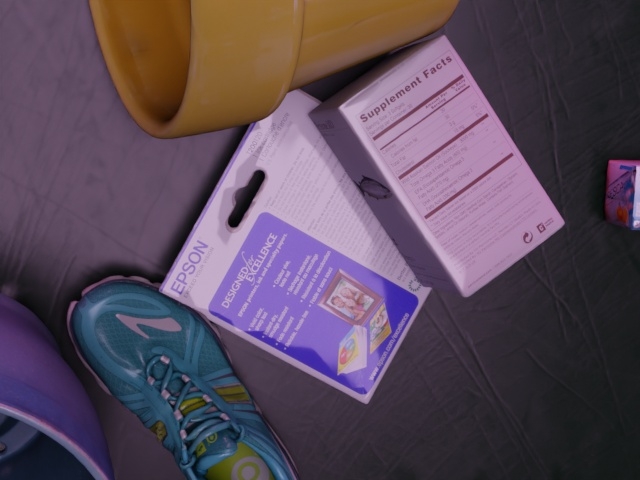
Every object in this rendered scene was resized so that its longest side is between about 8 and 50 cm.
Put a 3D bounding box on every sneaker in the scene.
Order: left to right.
[{"bbox_3d":[-0.099,0.141,1.025,0.107,0.110,0.275,-40,102,-4],"label":"sneaker"}]

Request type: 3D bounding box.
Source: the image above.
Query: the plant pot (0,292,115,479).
[{"bbox_3d":[-0.279,0.166,0.907,0.272,0.255,0.271,-4,114,-10],"label":"plant pot"}]

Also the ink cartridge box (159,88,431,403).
[{"bbox_3d":[0.000,0.000,1.052,0.208,0.045,0.206,30,89,-14],"label":"ink cartridge box"}]

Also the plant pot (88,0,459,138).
[{"bbox_3d":[-0.032,-0.219,0.928,0.239,0.254,0.254,-13,101,-25],"label":"plant pot"}]

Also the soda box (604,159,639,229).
[{"bbox_3d":[0.349,-0.040,1.103,0.183,0.063,0.058,0,99,-10],"label":"soda box"}]

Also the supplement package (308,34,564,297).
[{"bbox_3d":[0.090,-0.058,0.990,0.105,0.105,0.179,-36,100,-9],"label":"supplement package"}]
